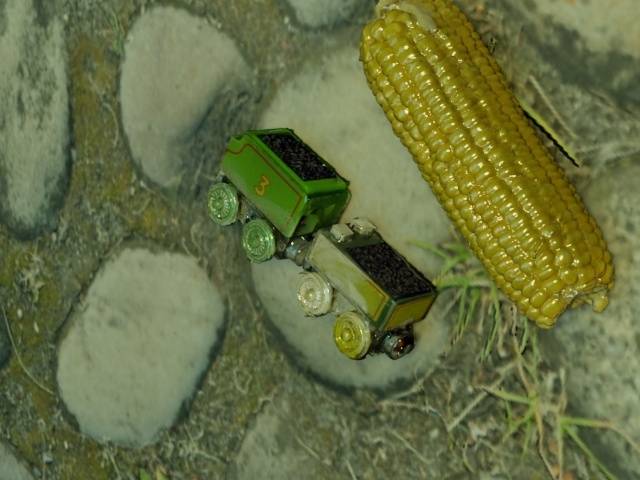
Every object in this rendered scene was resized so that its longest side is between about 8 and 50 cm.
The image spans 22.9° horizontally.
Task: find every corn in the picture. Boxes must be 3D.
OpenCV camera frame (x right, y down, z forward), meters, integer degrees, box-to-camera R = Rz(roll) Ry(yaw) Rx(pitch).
[{"bbox_3d":[0.098,-0.052,0.966,0.080,0.080,0.238,-42,71,44],"label":"corn"}]

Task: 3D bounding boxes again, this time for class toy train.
[{"bbox_3d":[0.000,0.000,1.101,0.202,0.060,0.081,44,124,27],"label":"toy train"}]
